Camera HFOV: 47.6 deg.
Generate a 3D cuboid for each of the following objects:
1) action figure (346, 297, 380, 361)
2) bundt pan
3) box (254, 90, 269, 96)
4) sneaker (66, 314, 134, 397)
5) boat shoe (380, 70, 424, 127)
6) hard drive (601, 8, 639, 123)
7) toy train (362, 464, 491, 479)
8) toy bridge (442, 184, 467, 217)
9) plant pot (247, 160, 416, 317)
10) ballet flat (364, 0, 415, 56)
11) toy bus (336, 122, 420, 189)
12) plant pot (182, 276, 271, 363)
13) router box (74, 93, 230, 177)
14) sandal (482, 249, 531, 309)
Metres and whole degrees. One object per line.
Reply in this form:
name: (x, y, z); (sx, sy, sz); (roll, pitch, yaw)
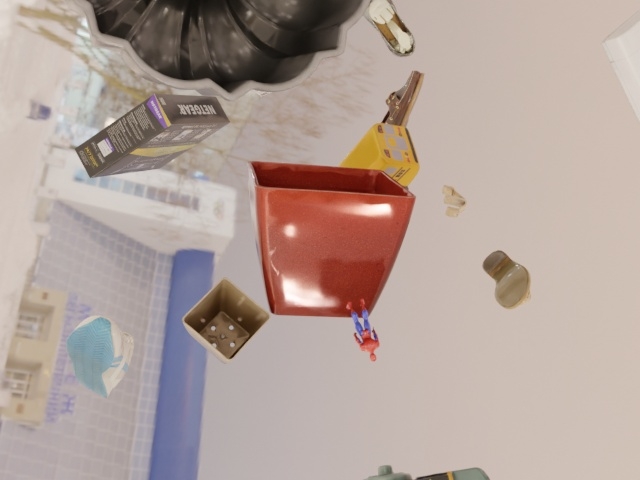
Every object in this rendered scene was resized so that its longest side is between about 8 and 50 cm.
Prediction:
action figure: (0.072, 0.147, 1.175); (0.030, 0.038, 0.115); (90, -12, -45)
bundt pan: (-0.114, -0.291, 0.699); (0.124, 0.330, 0.331); (0, -103, 63)
box: (-0.126, -0.430, 1.828); (0.207, 0.114, 0.036); (-6, -121, 50)
sneaker: (-0.367, 0.179, 1.230); (0.092, 0.087, 0.229); (-59, 177, -36)
boat shoe: (0.189, -0.323, 1.754); (0.073, 0.073, 0.207); (-62, 174, -49)
hard drive: (0.596, -0.217, 1.142); (0.233, 0.353, 0.047); (-39, -164, -22)
toy train: (0.172, 0.423, 1.132); (0.334, 0.190, 0.142); (69, 12, -67)
toy bridge: (0.386, -0.112, 2.081); (0.188, 0.063, 0.026); (-77, 180, -64)
plant pot: (0.000, 0.000, 1.315); (0.267, 0.267, 0.236); (-120, -146, -73)
ballet flat: (0.086, -0.276, 0.912); (0.041, 0.114, 0.041); (-28, -144, 23)
toy bus: (0.094, -0.120, 1.636); (0.333, 0.130, 0.108); (-46, -130, 48)
plant pot: (-0.165, 0.150, 1.249); (0.109, 0.109, 0.096); (-47, 171, -28)
router box: (-0.385, -0.248, 1.708); (0.242, 0.081, 0.309); (-28, 180, 19)
sandal: (0.414, 0.098, 1.532); (0.088, 0.079, 0.240); (-44, -163, 13)
